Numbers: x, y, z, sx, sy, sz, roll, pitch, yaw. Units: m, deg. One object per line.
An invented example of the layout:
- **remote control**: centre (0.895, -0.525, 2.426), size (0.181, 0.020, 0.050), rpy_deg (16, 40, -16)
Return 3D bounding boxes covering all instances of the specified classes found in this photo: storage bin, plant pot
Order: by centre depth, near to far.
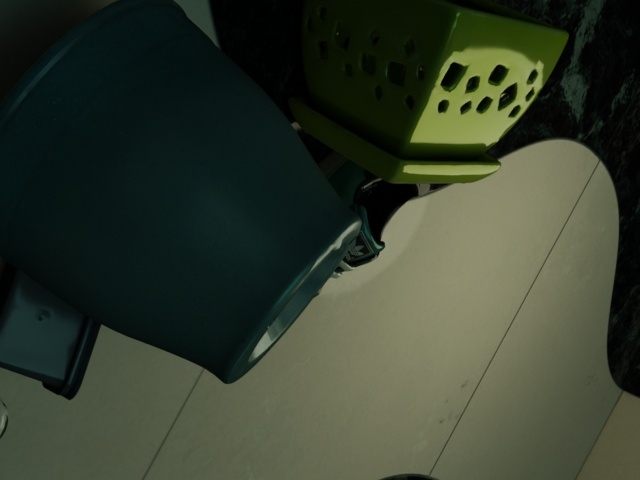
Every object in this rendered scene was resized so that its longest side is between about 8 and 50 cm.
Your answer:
- **plant pot**: centre (-0.113, -0.025, 0.760), size (0.272, 0.255, 0.272), rpy_deg (-51, 173, -9)
- **storage bin**: centre (-0.273, 0.074, 0.861), size (0.091, 0.098, 0.135), rpy_deg (23, 79, -31)
- **plant pot**: centre (0.107, -0.189, 1.017), size (0.227, 0.228, 0.207), rpy_deg (-5, 122, -45)

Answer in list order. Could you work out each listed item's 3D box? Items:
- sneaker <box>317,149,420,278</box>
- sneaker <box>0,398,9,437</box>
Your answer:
- **sneaker**: centre (0.000, 0.000, 1.078), size (0.302, 0.121, 0.108), rpy_deg (-48, 137, -16)
- **sneaker**: centre (-0.410, 0.199, 0.802), size (0.229, 0.086, 0.132), rpy_deg (-49, 131, -26)
